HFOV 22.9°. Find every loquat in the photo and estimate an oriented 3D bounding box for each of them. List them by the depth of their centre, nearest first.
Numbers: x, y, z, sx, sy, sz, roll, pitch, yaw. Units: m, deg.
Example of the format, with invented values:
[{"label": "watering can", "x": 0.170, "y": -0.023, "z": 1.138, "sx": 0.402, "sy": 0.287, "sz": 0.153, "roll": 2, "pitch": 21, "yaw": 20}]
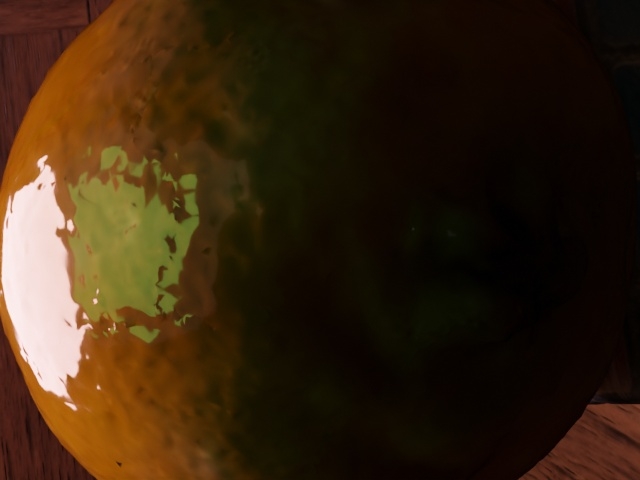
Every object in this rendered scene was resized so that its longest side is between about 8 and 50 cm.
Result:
[{"label": "loquat", "x": 0.000, "y": 0.000, "z": 0.787, "sx": 0.328, "sy": 0.328, "sz": 0.328, "roll": 172, "pitch": 90, "yaw": -73}]

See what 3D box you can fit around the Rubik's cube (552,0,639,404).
[{"label": "Rubik's cube", "x": 0.229, "y": -0.038, "z": 0.976, "sx": 0.253, "sy": 0.256, "sz": 0.259, "roll": 167, "pitch": 94, "yaw": -72}]
